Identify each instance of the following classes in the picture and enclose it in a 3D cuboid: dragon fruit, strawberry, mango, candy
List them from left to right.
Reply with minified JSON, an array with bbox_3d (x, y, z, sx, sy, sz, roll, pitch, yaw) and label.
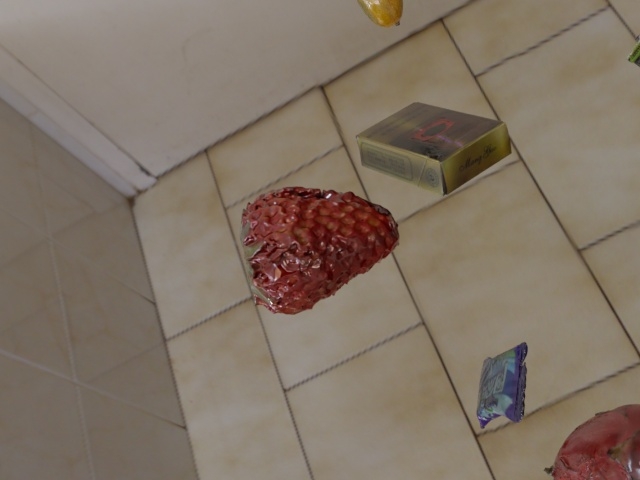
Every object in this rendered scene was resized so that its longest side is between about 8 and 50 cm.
[{"bbox_3d":[0.000,0.000,1.264,0.244,0.205,0.205,-13,60,-5],"label":"strawberry"},{"bbox_3d":[0.093,-0.471,1.482,0.075,0.190,0.098,-16,20,51],"label":"mango"},{"bbox_3d":[0.345,0.280,1.563,0.070,0.275,0.145,7,75,-1],"label":"candy"},{"bbox_3d":[0.582,0.452,1.513,0.301,0.295,0.296,-42,50,38],"label":"dragon fruit"}]

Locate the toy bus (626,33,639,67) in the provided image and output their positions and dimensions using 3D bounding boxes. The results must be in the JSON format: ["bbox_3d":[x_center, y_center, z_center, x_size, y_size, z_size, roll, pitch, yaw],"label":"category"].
[{"bbox_3d":[0.838,-0.495,1.863,0.139,0.113,0.302,42,76,10],"label":"toy bus"}]

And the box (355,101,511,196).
[{"bbox_3d":[0.192,-0.167,1.437,0.159,0.071,0.240,-29,31,-22],"label":"box"}]
